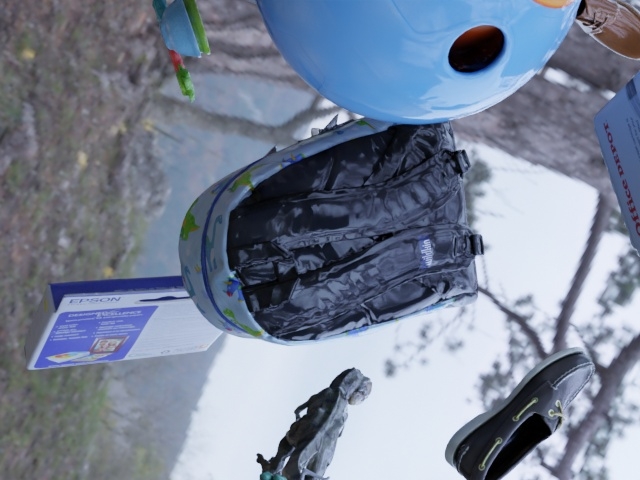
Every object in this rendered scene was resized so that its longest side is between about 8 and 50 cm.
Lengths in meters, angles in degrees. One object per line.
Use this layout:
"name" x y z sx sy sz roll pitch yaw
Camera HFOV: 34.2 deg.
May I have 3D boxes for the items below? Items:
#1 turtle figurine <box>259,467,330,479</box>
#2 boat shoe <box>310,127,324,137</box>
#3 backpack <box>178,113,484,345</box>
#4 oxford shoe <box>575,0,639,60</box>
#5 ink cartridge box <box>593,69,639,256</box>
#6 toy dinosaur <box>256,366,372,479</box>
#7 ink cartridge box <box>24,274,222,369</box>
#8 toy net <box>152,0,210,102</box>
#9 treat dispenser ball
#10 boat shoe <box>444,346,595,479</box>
"turtle figurine" -0.059 0.271 0.771 0.175 0.234 0.118 -112 -163 -60
"boat shoe" 0.038 -0.108 1.630 0.324 0.096 0.117 60 29 -82
"backpack" 0.000 0.000 1.307 0.273 0.290 0.355 1 -160 43
"oxford shoe" 0.419 -0.338 1.580 0.076 0.212 0.076 -51 -176 39
"ink cartridge box" 0.334 -0.087 0.909 0.208 0.086 0.153 119 -41 -73
"toy dinosaur" -0.016 0.203 0.978 0.118 0.064 0.268 -53 -179 22
"ink cartridge box" -0.268 0.105 1.562 0.307 0.303 0.072 -49 -131 53
"toy net" -0.167 -0.266 1.170 0.122 0.045 0.232 76 -7 -52
"treat dispenser ball" 0.082 -0.244 0.881 0.288 0.288 0.288 -60 -176 7
"boat shoe" 0.260 0.221 1.285 0.227 0.081 0.068 -37 -137 -13
